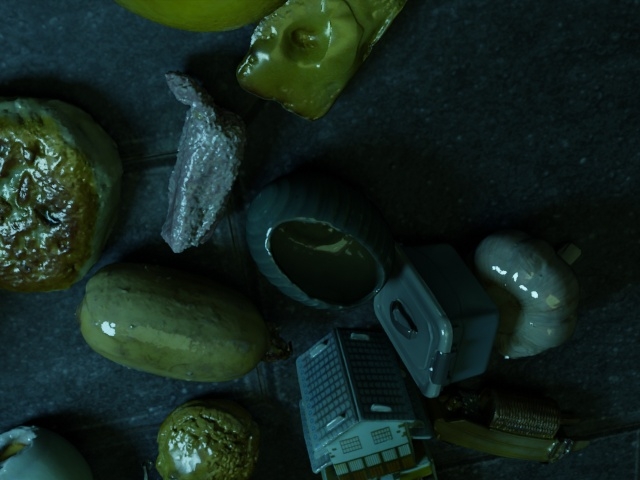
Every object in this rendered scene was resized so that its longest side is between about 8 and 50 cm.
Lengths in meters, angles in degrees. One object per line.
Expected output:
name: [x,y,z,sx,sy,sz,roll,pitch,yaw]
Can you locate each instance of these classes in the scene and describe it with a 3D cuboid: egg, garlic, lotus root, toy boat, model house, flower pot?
egg: [-0.457,0.412,1.577,0.183,0.183,0.217,-24,112,3]
garlic: [0.339,0.069,1.558,0.212,0.218,0.218,-32,129,-37]
lotus root: [-0.196,0.126,1.472,0.343,0.169,0.151,14,123,-16]
toy boat: [0.334,0.317,1.722,0.310,0.089,0.115,16,124,-19]
model house: [0.068,0.289,1.589,0.198,0.224,0.215,-15,124,1]
flower pot: [0.000,0.000,1.446,0.243,0.157,0.189,38,105,-25]

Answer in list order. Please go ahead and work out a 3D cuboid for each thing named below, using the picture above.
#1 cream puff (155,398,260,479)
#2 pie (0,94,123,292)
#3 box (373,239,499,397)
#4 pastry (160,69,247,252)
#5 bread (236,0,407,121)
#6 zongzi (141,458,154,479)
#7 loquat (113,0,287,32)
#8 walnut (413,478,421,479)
cream puff: [-0.191,0.355,1.628,0.189,0.129,0.189,-4,116,-8]
pie: [-0.429,-0.063,1.373,0.315,0.092,0.315,-4,121,-7]
box: [0.171,0.112,1.502,0.130,0.227,0.162,-9,131,-19]
pastry: [-0.167,-0.109,1.389,0.112,0.103,0.265,-3,121,-17]
bread: [-0.007,-0.283,1.329,0.161,0.088,0.233,29,113,-18]
zongzi: [-0.245,0.600,1.534,0.181,0.418,0.447,8,149,-10]
loquat: [-0.129,-0.413,1.121,0.328,0.359,0.328,19,126,29]
walnut: [0.138,0.469,1.773,0.167,0.087,0.211,-41,120,5]
